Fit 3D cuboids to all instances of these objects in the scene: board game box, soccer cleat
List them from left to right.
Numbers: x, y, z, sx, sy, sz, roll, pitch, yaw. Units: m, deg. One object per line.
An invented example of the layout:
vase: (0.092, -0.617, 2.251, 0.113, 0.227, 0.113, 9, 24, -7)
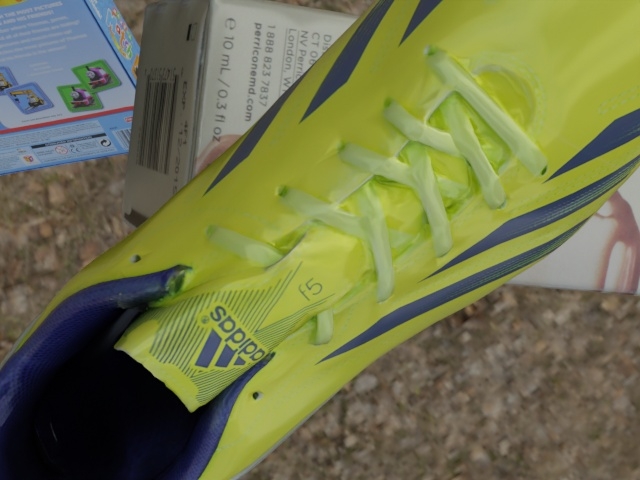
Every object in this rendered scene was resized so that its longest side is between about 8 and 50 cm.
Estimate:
board game box: (-0.213, -0.135, 0.829, 0.160, 0.039, 0.211, -8, 141, 16)
soccer cleat: (0.000, 0.001, 0.349, 0.289, 0.093, 0.121, -42, 177, 26)

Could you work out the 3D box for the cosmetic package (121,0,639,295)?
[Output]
cosmetic package: (0.054, -0.049, 0.661, 0.296, 0.153, 0.129, 5, 95, -20)
